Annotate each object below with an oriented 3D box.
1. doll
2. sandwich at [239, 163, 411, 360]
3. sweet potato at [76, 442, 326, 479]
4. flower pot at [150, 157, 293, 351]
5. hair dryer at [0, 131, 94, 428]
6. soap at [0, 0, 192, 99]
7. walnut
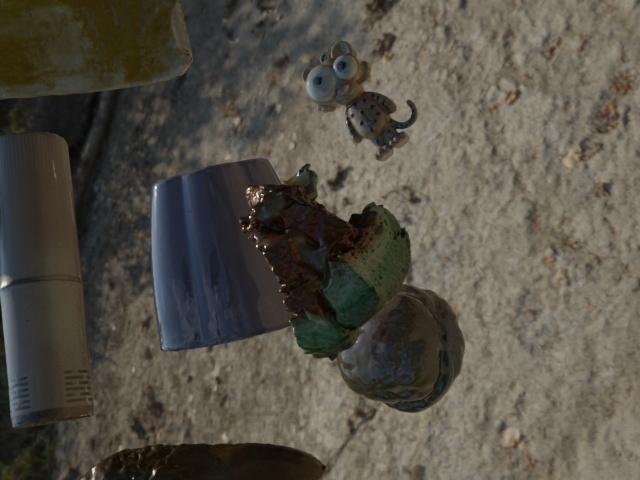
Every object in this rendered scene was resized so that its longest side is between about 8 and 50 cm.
[{"bbox_3d":[0.084,-0.303,1.561,0.278,0.119,0.154,45,108,13],"label":"doll"},{"bbox_3d":[0.000,0.005,0.686,0.109,0.160,0.185,-38,15,22],"label":"sandwich"},{"bbox_3d":[-0.164,0.234,0.588,0.341,0.092,0.114,-29,58,-5],"label":"sweet potato"},{"bbox_3d":[-0.137,0.015,1.053,0.265,0.265,0.243,-8,97,55],"label":"flower pot"},{"bbox_3d":[-0.202,0.046,0.562,0.220,0.054,0.195,125,137,-71],"label":"hair dryer"},{"bbox_3d":[-0.330,-0.321,0.975,0.335,0.293,0.156,-116,22,-56],"label":"soap"},{"bbox_3d":[0.153,0.208,1.392,0.248,0.248,0.248,-26,58,50],"label":"walnut"}]
